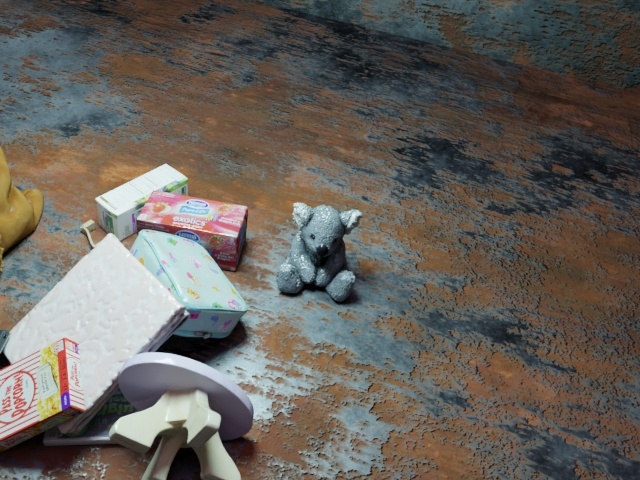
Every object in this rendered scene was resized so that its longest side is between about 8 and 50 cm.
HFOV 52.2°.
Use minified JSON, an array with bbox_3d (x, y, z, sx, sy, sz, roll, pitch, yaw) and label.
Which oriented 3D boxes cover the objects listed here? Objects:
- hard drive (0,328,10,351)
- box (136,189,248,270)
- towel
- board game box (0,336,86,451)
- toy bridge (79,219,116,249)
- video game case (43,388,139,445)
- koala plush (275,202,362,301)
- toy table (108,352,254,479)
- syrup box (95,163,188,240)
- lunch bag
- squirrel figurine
[{"bbox_3d":[-0.698,0.250,1.332,0.094,0.022,0.135,-21,36,22],"label":"hard drive"},{"bbox_3d":[-0.323,-0.026,1.663,0.256,0.123,0.128,10,41,2],"label":"box"},{"bbox_3d":[-0.469,0.180,1.341,0.317,0.053,0.332,35,76,34],"label":"towel"},{"bbox_3d":[-0.544,0.292,1.240,0.193,0.045,0.147,-27,56,9],"label":"board game box"},{"bbox_3d":[-0.546,0.009,1.658,0.188,0.026,0.063,29,47,21],"label":"toy bridge"},{"bbox_3d":[-0.445,0.331,1.323,0.190,0.022,0.173,1,43,-9],"label":"video game case"},{"bbox_3d":[0.000,0.000,1.617,0.196,0.221,0.203,8,42,-1],"label":"koala plush"},{"bbox_3d":[-0.255,0.342,1.199,0.274,0.252,0.161,22,33,-14],"label":"toy table"},{"bbox_3d":[-0.473,-0.105,1.745,0.096,0.093,0.237,33,47,24],"label":"syrup box"},{"bbox_3d":[-0.302,0.105,1.482,0.224,0.108,0.279,18,27,-52],"label":"lunch bag"},{"bbox_3d":[-0.827,-0.121,1.493,0.280,0.371,0.397,-2,43,-12],"label":"squirrel figurine"}]
